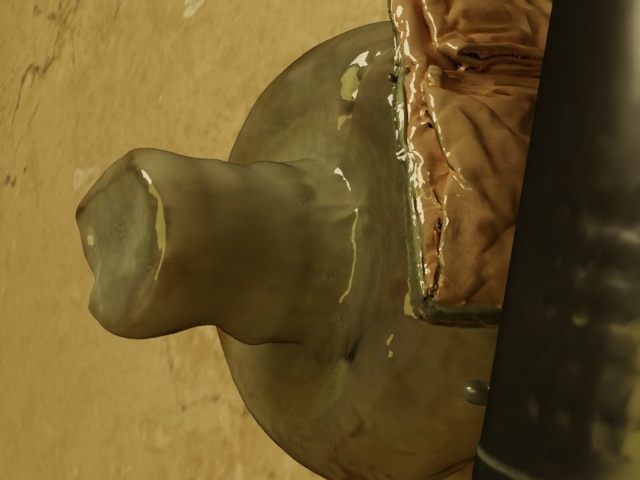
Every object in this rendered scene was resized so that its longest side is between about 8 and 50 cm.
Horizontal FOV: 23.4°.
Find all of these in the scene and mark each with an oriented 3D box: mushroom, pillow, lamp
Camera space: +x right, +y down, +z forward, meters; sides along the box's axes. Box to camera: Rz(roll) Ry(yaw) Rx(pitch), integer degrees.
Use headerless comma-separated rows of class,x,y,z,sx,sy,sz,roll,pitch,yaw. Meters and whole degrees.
mushroom,0.000,0.000,0.760,0.243,0.243,0.243,-27,56,51
pillow,0.089,-0.067,0.674,0.043,0.126,0.232,128,143,-53
lamp,0.153,0.014,0.514,0.374,0.205,0.272,36,108,41
